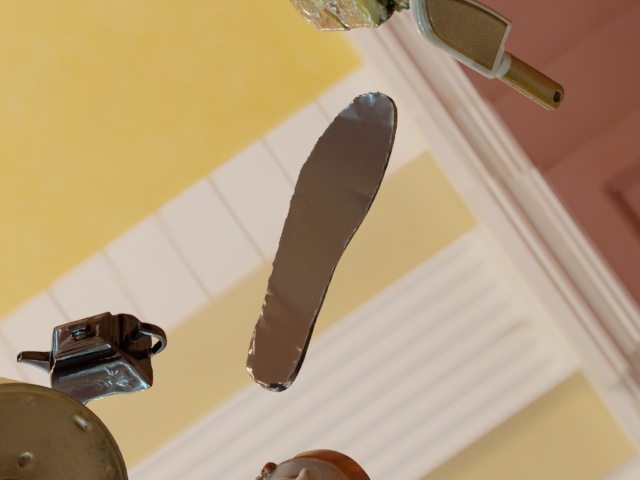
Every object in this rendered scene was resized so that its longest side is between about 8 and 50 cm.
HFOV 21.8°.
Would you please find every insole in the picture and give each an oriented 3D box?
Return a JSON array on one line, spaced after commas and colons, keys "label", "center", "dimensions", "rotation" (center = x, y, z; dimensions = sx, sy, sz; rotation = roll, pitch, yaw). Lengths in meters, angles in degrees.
[{"label": "insole", "center": [0.000, 0.000, 1.615], "dimensions": [0.110, 0.309, 0.012], "rotation": [18, 179, 44]}]

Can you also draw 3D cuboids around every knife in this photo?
[{"label": "knife", "center": [0.167, -0.193, 1.640], "dimensions": [0.027, 0.061, 0.343], "rotation": [22, -177, 33]}]

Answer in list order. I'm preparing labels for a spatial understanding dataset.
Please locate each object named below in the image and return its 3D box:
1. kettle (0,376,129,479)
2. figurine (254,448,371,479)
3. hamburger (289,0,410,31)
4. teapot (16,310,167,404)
[{"label": "kettle", "center": [-0.429, 0.267, 1.693], "dimensions": [0.376, 0.361, 0.250], "rotation": [7, 120, 59]}, {"label": "figurine", "center": [-0.029, 0.281, 1.690], "dimensions": [0.271, 0.143, 0.143], "rotation": [18, -147, -55]}, {"label": "hamburger", "center": [0.049, -0.359, 1.926], "dimensions": [0.192, 0.167, 0.288], "rotation": [60, 160, -18]}, {"label": "teapot", "center": [-0.268, 0.127, 1.952], "dimensions": [0.096, 0.177, 0.087], "rotation": [66, -167, -48]}]
